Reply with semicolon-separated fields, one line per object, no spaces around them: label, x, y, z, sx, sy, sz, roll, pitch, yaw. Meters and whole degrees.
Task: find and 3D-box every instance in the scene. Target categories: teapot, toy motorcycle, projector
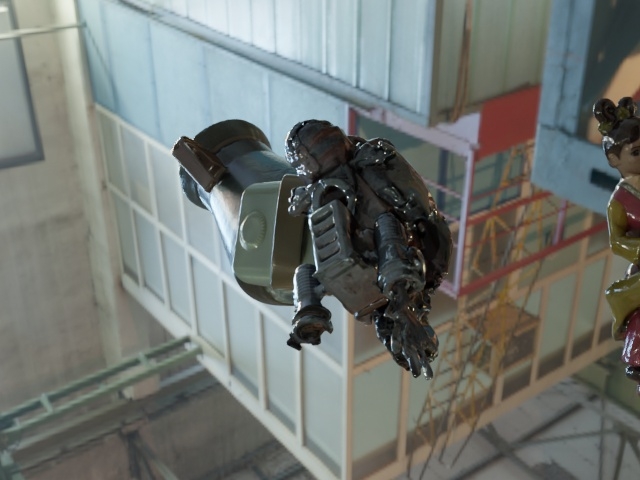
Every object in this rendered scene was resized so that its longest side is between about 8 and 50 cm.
teapot;-0.114;-0.066;1.494;0.300;0.253;0.344;30;-170;-45
toy motorcycle;0.042;0.011;0.751;0.134;0.207;0.401;-30;-152;21
projector;0.000;0.000;1.218;0.177;0.163;0.243;-1;171;43

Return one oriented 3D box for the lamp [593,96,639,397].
lamp;0.271;0.014;0.619;0.118;0.253;0.118;-13;-168;3
